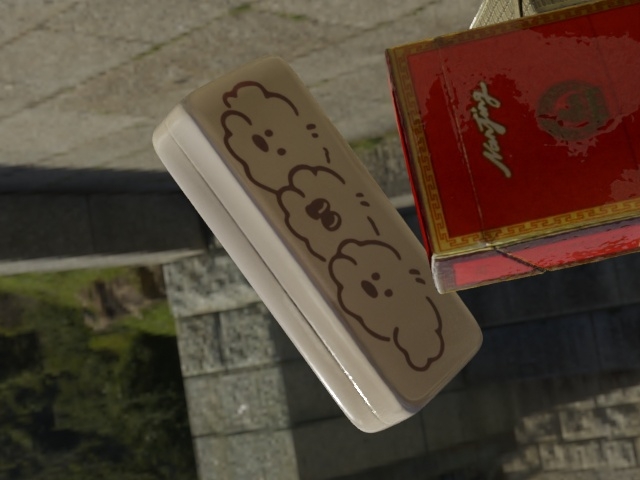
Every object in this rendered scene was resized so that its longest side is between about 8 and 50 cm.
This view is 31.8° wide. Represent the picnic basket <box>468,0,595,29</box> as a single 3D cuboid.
[{"bbox_3d":[0.227,-0.222,1.117,0.115,0.079,0.164,-15,161,-13],"label":"picnic basket"}]

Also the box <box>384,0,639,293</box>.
[{"bbox_3d":[0.171,-0.069,0.698,0.239,0.153,0.074,-12,160,4],"label":"box"}]

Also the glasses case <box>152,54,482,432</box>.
[{"bbox_3d":[0.000,0.000,1.008,0.144,0.336,0.076,-37,-179,-44],"label":"glasses case"}]
